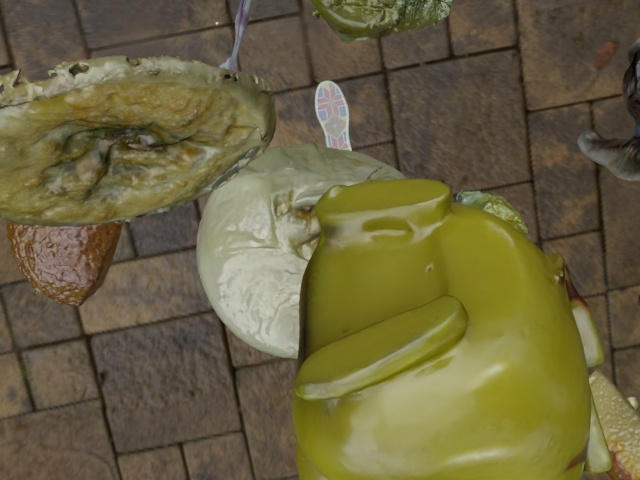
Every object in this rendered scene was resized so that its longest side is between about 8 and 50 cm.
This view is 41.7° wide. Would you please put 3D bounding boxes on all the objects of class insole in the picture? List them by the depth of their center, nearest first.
[{"bbox_3d":[0.028,-0.220,1.628,0.065,0.006,0.194,-11,79,10],"label":"insole"}]

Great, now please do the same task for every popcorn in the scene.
[{"bbox_3d":[0.300,-0.009,1.614,0.197,0.212,0.198,-1,89,24],"label":"popcorn"}]

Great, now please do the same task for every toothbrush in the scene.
[{"bbox_3d":[-0.140,-0.387,1.460,0.029,0.354,0.024,-18,135,27],"label":"toothbrush"}]

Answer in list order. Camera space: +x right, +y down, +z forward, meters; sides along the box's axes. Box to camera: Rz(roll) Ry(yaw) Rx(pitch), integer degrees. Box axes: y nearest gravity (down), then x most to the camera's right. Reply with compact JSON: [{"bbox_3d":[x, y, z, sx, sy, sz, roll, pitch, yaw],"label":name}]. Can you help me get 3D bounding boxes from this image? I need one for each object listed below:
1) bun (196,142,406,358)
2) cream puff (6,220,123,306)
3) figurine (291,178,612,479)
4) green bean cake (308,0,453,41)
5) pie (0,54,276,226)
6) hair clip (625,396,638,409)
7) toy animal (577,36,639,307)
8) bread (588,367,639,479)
[{"bbox_3d":[0.000,0.000,1.228,0.360,0.213,0.361,1,63,-2],"label":"bun"},{"bbox_3d":[-0.514,-0.031,1.692,0.212,0.303,0.303,20,101,-19],"label":"cream puff"},{"bbox_3d":[0.077,0.118,0.482,0.169,0.218,0.327,0,130,9],"label":"figurine"},{"bbox_3d":[0.116,-0.476,1.595,0.284,0.310,0.202,6,108,3],"label":"green bean cake"},{"bbox_3d":[-0.163,-0.074,0.671,0.274,0.274,0.055,-15,76,-3],"label":"pie"},{"bbox_3d":[0.539,0.335,1.641,0.159,0.071,0.219,-18,133,15],"label":"hair clip"},{"bbox_3d":[0.437,-0.126,0.936,0.194,0.344,0.303,-6,141,-7],"label":"toy animal"},{"bbox_3d":[0.532,0.374,1.449,0.114,0.275,0.185,-32,138,0],"label":"bread"}]
